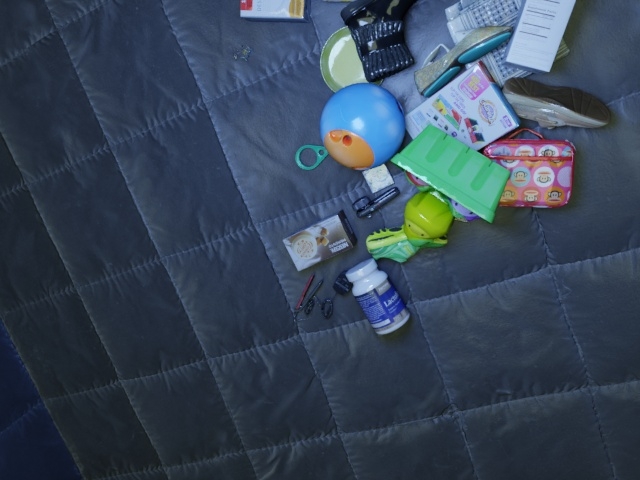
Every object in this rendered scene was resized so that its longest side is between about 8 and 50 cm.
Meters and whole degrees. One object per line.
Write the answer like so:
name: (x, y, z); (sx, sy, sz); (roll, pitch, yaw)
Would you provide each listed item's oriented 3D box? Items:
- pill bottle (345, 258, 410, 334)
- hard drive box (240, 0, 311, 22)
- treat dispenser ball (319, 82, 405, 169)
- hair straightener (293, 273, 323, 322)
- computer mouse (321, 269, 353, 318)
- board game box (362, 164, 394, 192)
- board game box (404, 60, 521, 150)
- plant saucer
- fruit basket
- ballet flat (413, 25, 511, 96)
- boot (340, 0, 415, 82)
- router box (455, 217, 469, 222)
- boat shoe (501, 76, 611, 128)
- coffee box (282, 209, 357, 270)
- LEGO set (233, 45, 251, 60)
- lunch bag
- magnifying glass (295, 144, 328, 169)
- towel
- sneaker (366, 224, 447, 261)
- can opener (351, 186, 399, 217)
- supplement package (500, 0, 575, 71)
pill bottle: (0.213, 0.210, 1.905); (0.153, 0.153, 0.265); (-29, 96, 20)
hard drive box: (-0.153, -0.861, 1.742); (0.232, 0.089, 0.181); (7, 106, 13)
treat dispenser ball: (0.141, -0.382, 1.689); (0.288, 0.288, 0.288); (4, 106, 14)
hair straightener: (-0.044, 0.251, 2.041); (0.089, 0.047, 0.230); (30, 110, 6)
computer mouse: (0.067, 0.216, 2.012); (0.071, 0.041, 0.242); (36, 118, 12)
board game box: (0.214, -0.235, 1.853); (0.090, 0.020, 0.090); (-25, 99, 20)
board game box: (0.460, -0.400, 1.673); (0.316, 0.064, 0.242); (-31, 96, 37)
plant saucer: (0.120, -0.626, 1.762); (0.240, 0.037, 0.241); (4, 105, 14)
fruit basket: (0.384, -0.137, 1.638); (0.391, 0.283, 0.392); (1, 92, 16)
ballet flat: (0.435, -0.599, 1.603); (0.348, 0.123, 0.123); (-32, 96, 45)
boot: (0.260, -0.698, 1.631); (0.348, 0.131, 0.260); (-26, 89, 15)
router box: (0.485, -0.120, 1.803); (0.122, 0.038, 0.092); (12, 107, 12)
boat shoe: (0.750, -0.427, 1.621); (0.341, 0.122, 0.110); (23, 148, 13)
coffee box: (0.000, 0.000, 1.932); (0.246, 0.098, 0.141); (-23, 98, 20)
LEGO set: (-0.286, -0.696, 1.861); (0.083, 0.023, 0.054); (10, 105, 26)
lunch bag: (0.688, -0.243, 1.680); (0.293, 0.120, 0.258); (3, 101, 15)
magnifying glass: (0.013, -0.334, 1.879); (0.230, 0.026, 0.092); (-17, 100, 20)
towel: (0.595, -0.676, 1.613); (0.312, 0.056, 0.324); (-23, 97, 19)
sneaker: (0.321, 0.010, 1.863); (0.295, 0.109, 0.124); (-6, 131, 12)
can opener: (0.210, -0.142, 1.857); (0.186, 0.059, 0.073); (-25, 129, 16)
supplement package: (0.660, -0.646, 1.515); (0.133, 0.139, 0.244); (17, 108, 8)
